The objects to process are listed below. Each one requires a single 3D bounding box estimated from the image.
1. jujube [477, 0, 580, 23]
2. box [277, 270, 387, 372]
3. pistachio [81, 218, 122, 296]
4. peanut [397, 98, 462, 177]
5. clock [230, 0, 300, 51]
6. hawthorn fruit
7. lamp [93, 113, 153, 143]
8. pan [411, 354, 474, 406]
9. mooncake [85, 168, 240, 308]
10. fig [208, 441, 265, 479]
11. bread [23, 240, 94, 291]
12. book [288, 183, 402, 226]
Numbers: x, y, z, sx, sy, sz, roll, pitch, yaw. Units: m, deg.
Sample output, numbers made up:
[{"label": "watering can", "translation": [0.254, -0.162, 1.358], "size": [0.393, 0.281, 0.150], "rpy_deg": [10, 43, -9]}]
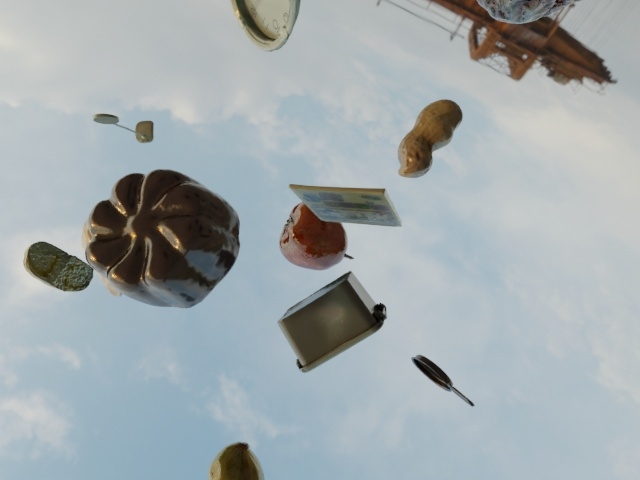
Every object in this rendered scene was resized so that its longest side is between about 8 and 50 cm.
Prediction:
[{"label": "jujube", "translation": [0.412, -0.499, 0.837], "size": [0.226, 0.317, 0.225], "rpy_deg": [-1, -88, -34]}, {"label": "box", "translation": [0.021, 0.184, 1.173], "size": [0.135, 0.243, 0.163], "rpy_deg": [56, -166, -2]}, {"label": "pistachio", "translation": [-0.658, 0.027, 1.651], "size": [0.229, 0.238, 0.321], "rpy_deg": [-12, -107, -31]}, {"label": "peanut", "translation": [0.240, -0.228, 1.127], "size": [0.227, 0.104, 0.085], "rpy_deg": [-53, -52, -16]}, {"label": "clock", "translation": [-0.095, -0.462, 0.886], "size": [0.053, 0.236, 0.236], "rpy_deg": [-26, -115, -27]}, {"label": "hawthorn fruit", "translation": [0.000, 0.000, 1.383], "size": [0.226, 0.196, 0.196], "rpy_deg": [32, -137, -15]}, {"label": "lamp", "translation": [-0.435, -0.264, 1.109], "size": [0.050, 0.198, 0.056], "rpy_deg": [-2, -92, 8]}, {"label": "pan", "translation": [0.330, 0.373, 1.324], "size": [0.028, 0.235, 0.136], "rpy_deg": [-45, -63, -10]}, {"label": "mooncake", "translation": [-0.328, -0.007, 1.028], "size": [0.306, 0.154, 0.306], "rpy_deg": [-7, -113, 18]}, {"label": "fig", "translation": [-0.199, 0.567, 1.186], "size": [0.121, 0.136, 0.153], "rpy_deg": [-32, -99, 1]}, {"label": "bread", "translation": [-0.593, 0.057, 1.102], "size": [0.094, 0.157, 0.083], "rpy_deg": [18, -110, 23]}, {"label": "book", "translation": [0.052, -0.062, 0.900], "size": [0.168, 0.192, 0.013], "rpy_deg": [5, -103, 20]}]
